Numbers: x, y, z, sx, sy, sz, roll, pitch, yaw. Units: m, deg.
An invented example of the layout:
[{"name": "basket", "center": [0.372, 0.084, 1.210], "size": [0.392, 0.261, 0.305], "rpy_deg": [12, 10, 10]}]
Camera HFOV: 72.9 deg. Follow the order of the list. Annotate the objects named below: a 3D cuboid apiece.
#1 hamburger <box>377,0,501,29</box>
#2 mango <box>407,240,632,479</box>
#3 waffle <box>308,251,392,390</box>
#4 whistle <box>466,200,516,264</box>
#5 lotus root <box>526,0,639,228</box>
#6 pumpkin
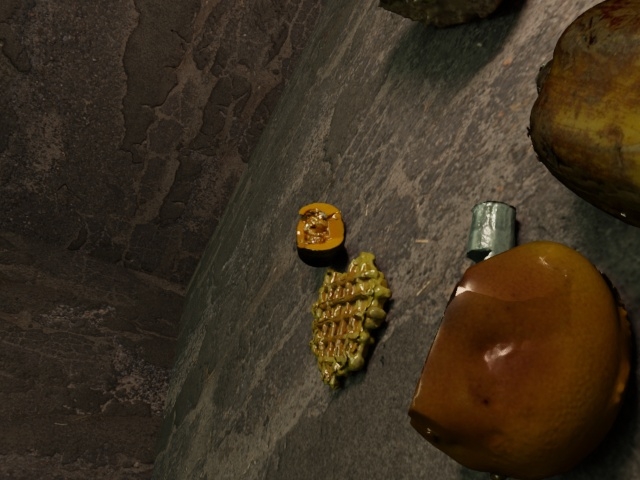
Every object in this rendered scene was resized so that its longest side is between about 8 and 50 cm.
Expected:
[{"name": "hamburger", "center": [0.231, -0.590, 0.826], "size": [0.287, 0.268, 0.445], "rpy_deg": [-64, 18, 16]}, {"name": "mango", "center": [0.199, 0.112, 0.422], "size": [0.236, 0.166, 0.136], "rpy_deg": [-66, -20, -8]}, {"name": "waffle", "center": [0.048, 0.142, 0.873], "size": [0.291, 0.051, 0.291], "rpy_deg": [-51, 27, 39]}, {"name": "whistle", "center": [0.202, 0.101, 0.540], "size": [0.062, 0.062, 0.312], "rpy_deg": [-23, 49, 61]}, {"name": "lotus root", "center": [0.294, -0.099, 0.333], "size": [0.196, 0.179, 0.397], "rpy_deg": [-61, 15, 22]}, {"name": "pumpkin", "center": [0.000, 0.000, 1.037], "size": [0.183, 0.119, 0.107], "rpy_deg": [-88, -8, -50]}]
